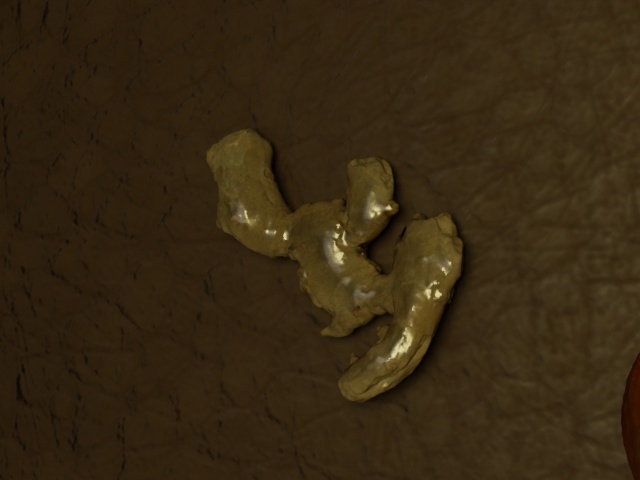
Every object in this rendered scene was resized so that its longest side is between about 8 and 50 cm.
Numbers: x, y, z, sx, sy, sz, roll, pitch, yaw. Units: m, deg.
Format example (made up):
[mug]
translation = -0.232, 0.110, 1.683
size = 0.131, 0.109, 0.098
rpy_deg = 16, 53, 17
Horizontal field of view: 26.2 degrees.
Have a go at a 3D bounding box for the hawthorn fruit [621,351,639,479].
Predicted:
[hawthorn fruit]
translation = 0.337, 0.141, 0.800
size = 0.276, 0.276, 0.307
rpy_deg = -31, 102, 21

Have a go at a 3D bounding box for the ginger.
[ginger]
translation = 0.013, -0.008, 1.068
size = 0.149, 0.065, 0.258
rpy_deg = -40, 64, 5
